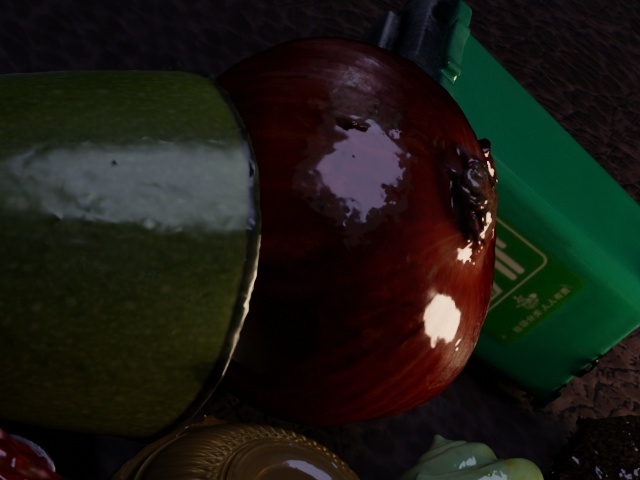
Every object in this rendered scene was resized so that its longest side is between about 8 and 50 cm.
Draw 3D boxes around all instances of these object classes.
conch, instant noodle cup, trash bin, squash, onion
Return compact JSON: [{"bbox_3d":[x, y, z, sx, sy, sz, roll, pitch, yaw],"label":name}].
[{"bbox_3d":[0.134,0.289,1.568,0.143,0.137,0.250,38,44,-55],"label":"conch"},{"bbox_3d":[-0.035,0.235,1.433,0.274,0.090,0.274,18,43,-18],"label":"instant noodle cup"},{"bbox_3d":[0.153,-0.042,1.836,0.381,0.259,0.295,39,31,-14],"label":"trash bin"},{"bbox_3d":[-0.250,-0.008,1.354,0.309,0.310,0.310,8,46,-35],"label":"squash"},{"bbox_3d":[-0.007,-0.003,1.542,0.341,0.341,0.341,26,37,-21],"label":"onion"}]

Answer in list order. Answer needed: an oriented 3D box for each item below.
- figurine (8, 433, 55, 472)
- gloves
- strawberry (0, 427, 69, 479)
[{"bbox_3d":[-0.259,0.188,1.296,0.115,0.095,0.156,49,29,-8],"label":"figurine"},{"bbox_3d":[0.316,0.263,1.722,0.210,0.135,0.312,6,34,-2],"label":"gloves"},{"bbox_3d":[-0.297,0.197,1.099,0.343,0.292,0.292,21,39,-26],"label":"strawberry"}]
